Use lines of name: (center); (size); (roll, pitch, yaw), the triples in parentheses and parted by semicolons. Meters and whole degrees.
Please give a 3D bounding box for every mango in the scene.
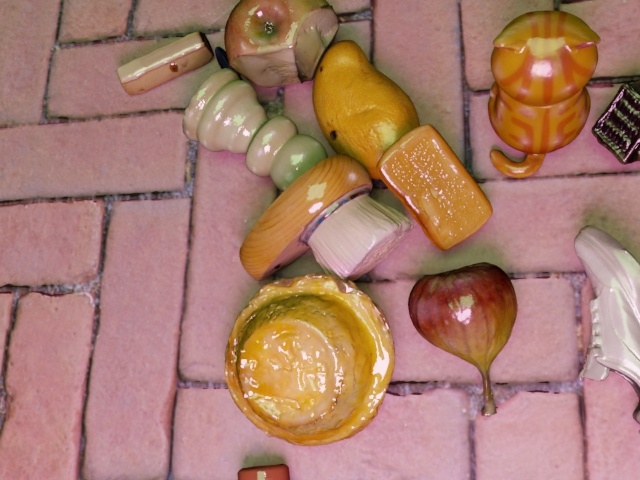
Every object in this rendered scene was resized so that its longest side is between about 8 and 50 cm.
mango: (0.076, -0.220, 1.208); (0.157, 0.109, 0.262); (-30, 69, 15)

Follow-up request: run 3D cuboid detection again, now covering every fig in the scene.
fig: (0.231, 0.139, 1.079); (0.160, 0.230, 0.143); (-21, 28, 4)

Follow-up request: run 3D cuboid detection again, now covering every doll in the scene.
doll: (0.339, -0.242, 1.090); (0.167, 0.269, 0.162); (-6, 56, 12)

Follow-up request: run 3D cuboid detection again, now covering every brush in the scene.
brush: (0.000, 0.000, 1.139); (0.267, 0.174, 0.166); (-40, 78, 17)

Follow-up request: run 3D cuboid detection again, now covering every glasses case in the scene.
glasses case: (-0.178, -0.330, 1.330); (0.023, 0.033, 0.083); (-36, 70, 12)

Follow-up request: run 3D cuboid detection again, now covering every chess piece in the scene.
chess piece: (-0.099, -0.171, 1.225); (0.251, 0.144, 0.144); (36, 84, 12)

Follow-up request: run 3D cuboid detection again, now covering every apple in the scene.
apple: (-0.071, -0.364, 1.235); (0.207, 0.188, 0.173); (-20, 73, 7)

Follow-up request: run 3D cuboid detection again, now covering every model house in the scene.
model house: (0.523, -0.177, 1.100); (0.152, 0.106, 0.165); (-37, 66, -2)

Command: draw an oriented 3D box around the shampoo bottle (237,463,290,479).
shampoo bottle: (-0.076, 0.463, 1.055); (0.086, 0.085, 0.244); (-10, 72, 9)

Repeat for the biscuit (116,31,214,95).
biscuit: (-0.298, -0.339, 1.346); (0.188, 0.056, 0.052); (-24, 72, 6)

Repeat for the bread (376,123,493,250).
bread: (0.179, -0.085, 1.119); (0.116, 0.077, 0.200); (-39, 106, 6)

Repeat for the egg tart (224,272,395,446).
egg tart: (-0.025, 0.186, 1.070); (0.288, 0.118, 0.288); (1, 93, 16)

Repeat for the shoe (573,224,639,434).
shoe: (0.431, 0.141, 1.026); (0.159, 0.124, 0.316); (-34, 71, 8)
